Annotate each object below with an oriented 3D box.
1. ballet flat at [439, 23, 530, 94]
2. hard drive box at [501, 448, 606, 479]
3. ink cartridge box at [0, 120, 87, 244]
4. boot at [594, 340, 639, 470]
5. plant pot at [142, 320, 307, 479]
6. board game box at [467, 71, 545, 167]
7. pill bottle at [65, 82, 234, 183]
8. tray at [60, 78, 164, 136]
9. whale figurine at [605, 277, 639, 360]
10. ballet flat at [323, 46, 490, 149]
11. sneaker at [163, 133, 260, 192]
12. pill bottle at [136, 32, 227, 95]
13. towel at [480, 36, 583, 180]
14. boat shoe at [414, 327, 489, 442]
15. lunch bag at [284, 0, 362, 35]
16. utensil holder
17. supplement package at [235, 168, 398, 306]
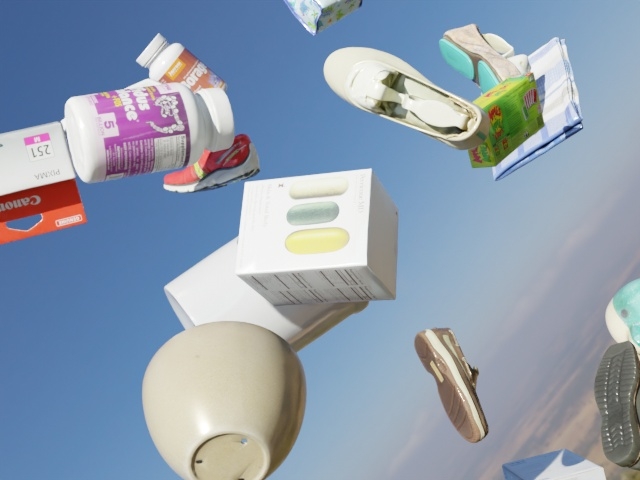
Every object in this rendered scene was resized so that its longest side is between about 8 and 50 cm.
[{"bbox_3d":[0.340,-0.336,1.682,0.106,0.316,0.108,-23,-44,-5],"label":"ballet flat"},{"bbox_3d":[0.573,0.595,2.139,0.181,0.089,0.232,-13,-1,-6],"label":"hard drive box"},{"bbox_3d":[-0.672,-0.114,1.905,0.275,0.239,0.060,-15,16,-14],"label":"ink cartridge box"},{"bbox_3d":[0.493,0.267,1.335,0.076,0.137,0.198,-29,40,50],"label":"boot"},{"bbox_3d":[-0.152,0.302,1.430,0.284,0.284,0.191,-55,22,18],"label":"plant pot"},{"bbox_3d":[0.285,-0.189,1.353,0.043,0.092,0.181,-1,24,41],"label":"board game box"},{"bbox_3d":[-0.328,-0.217,1.694,0.301,0.169,0.169,-13,-30,-24],"label":"pill bottle"},{"bbox_3d":[-0.466,-0.308,1.989,0.270,0.145,0.030,-29,-59,-21],"label":"tray"},{"bbox_3d":[0.644,0.172,1.563,0.216,0.272,0.141,8,-56,-33],"label":"whale figurine"},{"bbox_3d":[0.108,-0.191,1.152,0.086,0.248,0.086,-59,-15,-26],"label":"ballet flat"},{"bbox_3d":[-0.249,-0.177,1.977,0.278,0.119,0.107,-12,0,35],"label":"sneaker"},{"bbox_3d":[-0.351,-0.417,2.197,0.121,0.216,0.121,-45,18,19],"label":"pill bottle"},{"bbox_3d":[0.405,-0.262,1.702,0.209,0.034,0.285,-34,33,32],"label":"towel"},{"bbox_3d":[0.294,0.290,1.811,0.095,0.258,0.095,-14,-26,-24],"label":"boat shoe"},{"bbox_3d":[-0.007,-0.483,1.625,0.128,0.151,0.096,-35,-15,-25],"label":"lunch bag"},{"bbox_3d":[-0.132,0.129,2.077,0.385,0.328,0.328,-33,-18,-15],"label":"utensil holder"},{"bbox_3d":[0.000,0.000,1.699,0.198,0.262,0.200,48,-138,-59],"label":"supplement package"}]
